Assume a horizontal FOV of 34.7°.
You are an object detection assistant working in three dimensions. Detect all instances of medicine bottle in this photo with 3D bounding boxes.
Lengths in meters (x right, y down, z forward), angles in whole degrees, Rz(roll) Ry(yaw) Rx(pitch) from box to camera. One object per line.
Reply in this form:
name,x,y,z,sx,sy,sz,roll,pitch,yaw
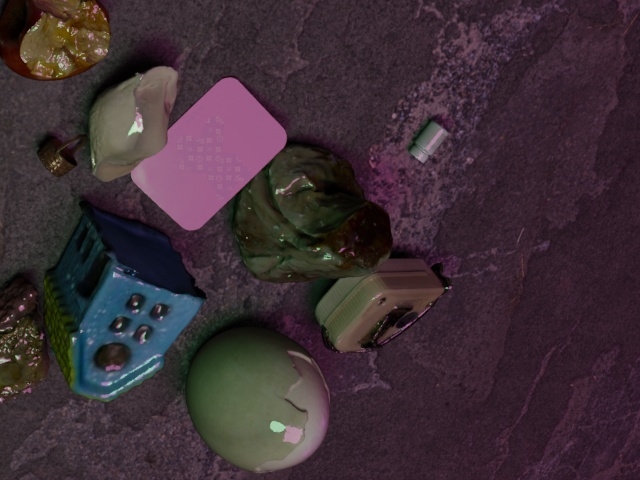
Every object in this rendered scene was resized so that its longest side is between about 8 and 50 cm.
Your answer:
medicine bottle,0.222,-0.203,2.103,0.047,0.047,0.083,32,101,-39

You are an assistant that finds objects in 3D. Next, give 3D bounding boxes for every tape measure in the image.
tape measure,0.129,0.150,2.191,0.271,0.133,0.231,-3,140,-48

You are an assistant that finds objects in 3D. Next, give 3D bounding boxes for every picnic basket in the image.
picnic basket,-0.432,-0.154,1.741,0.083,0.072,0.072,-36,131,6

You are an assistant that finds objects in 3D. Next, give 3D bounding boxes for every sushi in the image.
sushi,-0.556,0.191,1.867,0.241,0.107,0.161,-48,134,4

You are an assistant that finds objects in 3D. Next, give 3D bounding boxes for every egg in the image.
egg,-0.116,0.328,2.062,0.278,0.336,0.278,-17,123,-27

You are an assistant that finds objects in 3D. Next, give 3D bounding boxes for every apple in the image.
apple,-0.414,-0.324,1.600,0.158,0.147,0.156,10,81,-45

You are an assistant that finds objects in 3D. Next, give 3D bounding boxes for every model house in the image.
model house,-0.381,0.123,1.841,0.215,0.237,0.303,20,109,-35

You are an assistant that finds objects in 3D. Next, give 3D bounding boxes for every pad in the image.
pad,-0.203,-0.156,1.881,0.267,0.004,0.181,-44,113,1

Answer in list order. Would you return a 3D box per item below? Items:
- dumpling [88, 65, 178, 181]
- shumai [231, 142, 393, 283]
dumpling,-0.313,-0.201,1.762,0.166,0.126,0.216,-13,114,-56
shumai,0.000,0.000,1.963,0.309,0.263,0.304,21,104,-38
